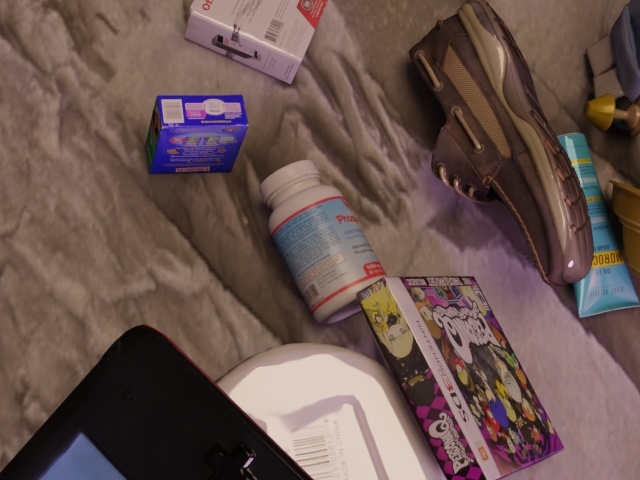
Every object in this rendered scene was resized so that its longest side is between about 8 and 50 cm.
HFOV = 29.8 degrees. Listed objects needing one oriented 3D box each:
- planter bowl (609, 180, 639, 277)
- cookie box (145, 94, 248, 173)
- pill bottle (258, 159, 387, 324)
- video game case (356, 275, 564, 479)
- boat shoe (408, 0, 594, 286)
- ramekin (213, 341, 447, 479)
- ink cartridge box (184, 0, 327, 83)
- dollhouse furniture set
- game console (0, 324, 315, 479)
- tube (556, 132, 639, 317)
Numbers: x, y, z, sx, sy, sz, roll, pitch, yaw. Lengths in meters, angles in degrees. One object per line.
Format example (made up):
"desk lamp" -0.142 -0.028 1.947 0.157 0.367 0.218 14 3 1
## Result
"planter bowl" 0.405 0.012 1.325 0.217 0.217 0.090 19 98 -6
"cookie box" -0.131 -0.110 1.255 0.092 0.107 0.040 -3 68 -16
"pill bottle" 0.000 0.000 1.254 0.087 0.087 0.160 -23 76 -22
"video game case" 0.142 0.133 1.181 0.232 0.042 0.210 4 57 -62
"boat shoe" 0.195 -0.097 1.330 0.130 0.132 0.355 -27 60 19
"ramekin" -0.015 0.230 1.129 0.277 0.135 0.277 5 67 -13
"ink cartridge box" -0.073 -0.252 1.357 0.135 0.056 0.099 24 64 -5
"dollhouse furniture set" 0.331 -0.317 1.361 0.198 0.286 0.303 9 55 -11
"game console" -0.158 0.315 0.998 0.342 0.060 0.386 42 90 11
"tube" 0.300 -0.018 1.365 0.080 0.052 0.207 -9 76 -15
